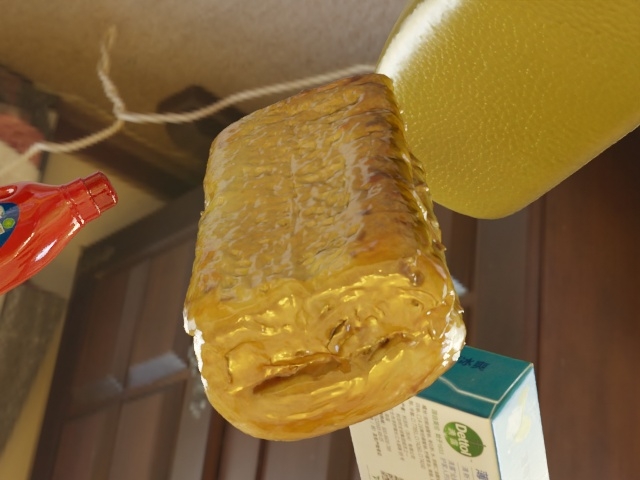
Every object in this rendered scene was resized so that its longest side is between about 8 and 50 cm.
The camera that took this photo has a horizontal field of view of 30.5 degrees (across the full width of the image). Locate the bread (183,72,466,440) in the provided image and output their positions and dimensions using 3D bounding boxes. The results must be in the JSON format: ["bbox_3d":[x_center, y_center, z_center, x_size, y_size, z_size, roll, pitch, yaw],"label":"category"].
[{"bbox_3d":[0.000,0.000,0.525,0.114,0.211,0.083,-22,118,11],"label":"bread"}]

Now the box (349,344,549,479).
[{"bbox_3d":[0.101,0.174,0.915,0.139,0.073,0.194,13,128,36],"label":"box"}]

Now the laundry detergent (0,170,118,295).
[{"bbox_3d":[-0.225,-0.006,0.840,0.165,0.097,0.049,-27,140,-9],"label":"laundry detergent"}]

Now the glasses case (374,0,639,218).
[{"bbox_3d":[0.152,-0.152,0.823,0.173,0.141,0.371,31,155,-6],"label":"glasses case"}]
